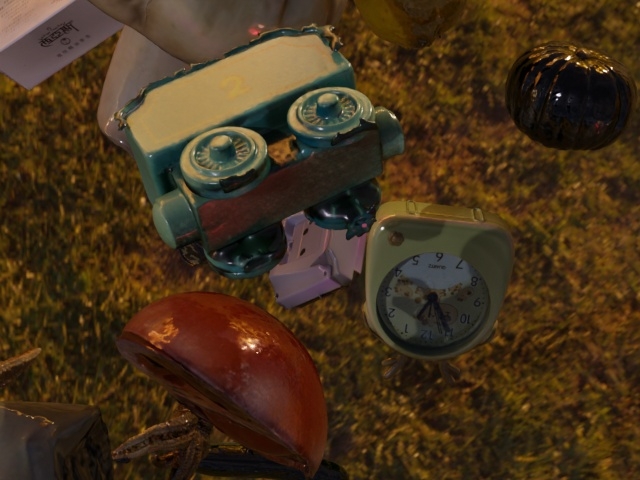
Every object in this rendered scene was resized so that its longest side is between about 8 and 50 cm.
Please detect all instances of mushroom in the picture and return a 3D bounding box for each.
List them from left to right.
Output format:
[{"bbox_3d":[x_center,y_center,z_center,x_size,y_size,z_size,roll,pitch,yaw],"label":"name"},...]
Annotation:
[{"bbox_3d":[-0.142,-0.245,1.063,0.315,0.336,0.314,24,29,-14],"label":"mushroom"}]

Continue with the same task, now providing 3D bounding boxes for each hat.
[{"bbox_3d":[-0.135,-0.002,1.194,0.050,0.121,0.121,-24,75,-32],"label":"hat"}]

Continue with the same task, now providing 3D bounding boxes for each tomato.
[{"bbox_3d":[-0.067,0.119,0.970,0.199,0.228,0.112,21,69,36],"label":"tomato"}]

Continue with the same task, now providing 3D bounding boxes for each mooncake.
[{"bbox_3d":[-0.219,0.256,0.760,0.136,0.254,0.250,4,62,-22],"label":"mooncake"}]

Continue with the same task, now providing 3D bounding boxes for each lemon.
[{"bbox_3d":[0.146,-0.436,1.741,0.204,0.204,0.260,-3,75,-15],"label":"lemon"}]

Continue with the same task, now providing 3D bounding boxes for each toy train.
[{"bbox_3d":[-0.047,-0.072,0.821,0.203,0.112,0.163,-24,46,-16],"label":"toy train"}]

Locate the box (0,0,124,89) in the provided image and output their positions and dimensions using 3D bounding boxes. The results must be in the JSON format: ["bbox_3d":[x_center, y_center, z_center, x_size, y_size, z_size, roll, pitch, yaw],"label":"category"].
[{"bbox_3d":[-0.456,-0.425,1.843,0.274,0.116,0.203,-28,56,19],"label":"box"}]

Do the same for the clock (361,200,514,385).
[{"bbox_3d":[0.181,0.093,1.741,0.235,0.307,0.096,7,21,-1],"label":"clock"}]

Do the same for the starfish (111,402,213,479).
[{"bbox_3d":[-0.169,0.215,1.176,0.074,0.146,0.189,7,84,18],"label":"starfish"}]

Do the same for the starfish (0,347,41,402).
[{"bbox_3d":[-0.436,0.236,1.111,0.094,0.327,0.375,41,70,2],"label":"starfish"}]

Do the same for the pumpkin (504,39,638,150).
[{"bbox_3d":[0.411,-0.238,1.735,0.221,0.161,0.220,6,31,-4],"label":"pumpkin"}]

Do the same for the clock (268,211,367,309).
[{"bbox_3d":[0.000,0.000,2.009,0.083,0.186,0.253,32,51,-29],"label":"clock"}]

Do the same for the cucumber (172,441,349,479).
[{"bbox_3d":[-0.081,0.317,1.501,0.284,0.056,0.056,15,64,-26],"label":"cucumber"}]
